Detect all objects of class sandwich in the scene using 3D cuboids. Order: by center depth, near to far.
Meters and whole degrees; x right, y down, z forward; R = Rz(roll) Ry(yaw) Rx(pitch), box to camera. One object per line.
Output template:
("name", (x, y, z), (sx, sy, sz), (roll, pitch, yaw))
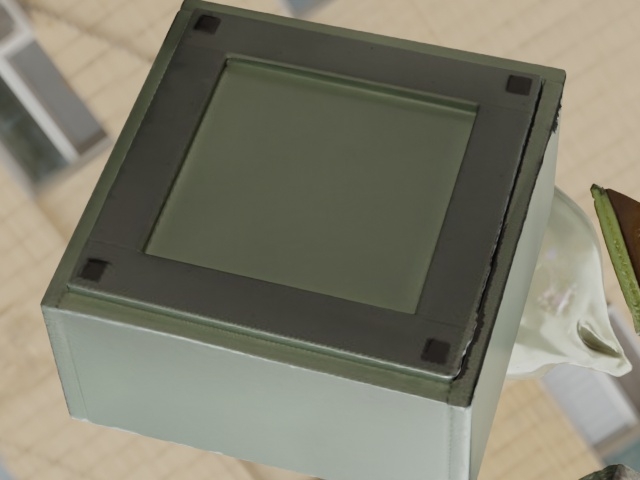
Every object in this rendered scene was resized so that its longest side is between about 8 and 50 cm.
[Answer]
("sandwich", (0.170, 0.005, 0.896), (0.044, 0.083, 0.031), (-22, -171, -9))

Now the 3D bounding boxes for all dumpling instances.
("dumpling", (0.099, 0.010, 1.211), (0.131, 0.252, 0.179), (-53, -154, -10))

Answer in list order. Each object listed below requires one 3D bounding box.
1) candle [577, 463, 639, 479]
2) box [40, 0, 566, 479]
("candle", (0.194, 0.222, 1.082), (0.192, 0.168, 0.068), (-1, 156, -47))
("box", (0.000, 0.000, 0.960), (0.225, 0.117, 0.225), (12, -127, 11))
